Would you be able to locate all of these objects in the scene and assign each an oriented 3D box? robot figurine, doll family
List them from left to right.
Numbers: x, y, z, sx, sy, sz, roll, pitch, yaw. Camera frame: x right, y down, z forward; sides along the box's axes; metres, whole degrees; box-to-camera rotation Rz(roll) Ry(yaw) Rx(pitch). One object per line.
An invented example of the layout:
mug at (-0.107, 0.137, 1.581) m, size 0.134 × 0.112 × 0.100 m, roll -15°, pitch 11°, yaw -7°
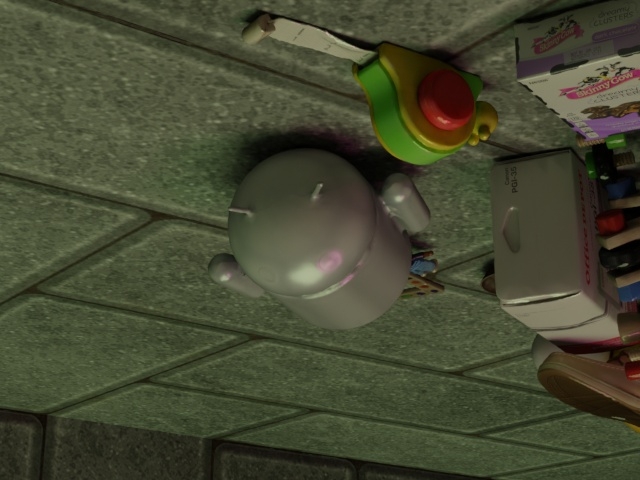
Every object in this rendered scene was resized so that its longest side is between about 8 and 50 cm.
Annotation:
robot figurine at (0.000, 0.000, 1.819) m, size 0.300 × 0.200 × 0.353 m, roll -27°, pitch 155°, yaw 9°
doll family at (0.094, 0.049, 2.134) m, size 0.193 × 0.076 × 0.111 m, roll -35°, pitch 148°, yaw 22°

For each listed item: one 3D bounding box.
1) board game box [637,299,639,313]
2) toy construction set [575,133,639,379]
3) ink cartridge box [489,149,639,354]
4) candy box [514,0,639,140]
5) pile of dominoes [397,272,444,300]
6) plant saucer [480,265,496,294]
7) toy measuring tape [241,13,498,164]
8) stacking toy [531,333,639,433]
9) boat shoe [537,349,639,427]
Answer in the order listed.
board game box at (0.566, 0.085, 2.199) m, size 0.242 × 0.064 × 0.316 m, roll 2°, pitch 162°, yaw -25°
toy construction set at (0.482, 0.009, 1.711) m, size 0.237 × 0.309 × 0.257 m, roll -11°, pitch 166°, yaw 18°
ink cartridge box at (0.339, 0.024, 1.857) m, size 0.117 × 0.207 × 0.283 m, roll -10°, pitch 159°, yaw 25°
candy box at (0.324, -0.185, 1.463) m, size 0.165 × 0.070 × 0.196 m, roll -11°, pitch 158°, yaw 31°
pile of dominoes at (0.064, 0.085, 2.308) m, size 0.196 × 0.040 × 0.251 m, roll -14°, pitch 155°, yaw 37°
plant saucer at (0.349, 0.059, 2.236) m, size 0.168 × 0.029 × 0.168 m, roll 1°, pitch 162°, yaw 0°
toy measuring tape at (0.064, -0.156, 1.500) m, size 0.330 × 0.121 × 0.121 m, roll 13°, pitch 158°, yaw -30°
stacking toy at (0.569, 0.209, 2.114) m, size 0.480 × 0.350 × 0.350 m, roll 13°, pitch 160°, yaw -1°
boat shoe at (0.444, 0.204, 1.932) m, size 0.302 × 0.098 × 0.109 m, roll 20°, pitch 161°, yaw -19°
